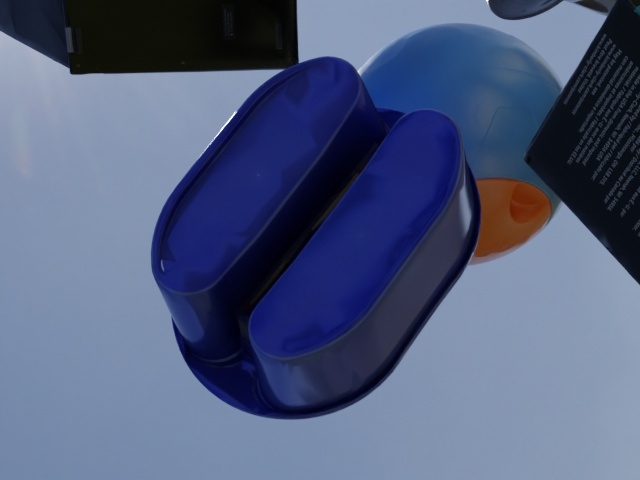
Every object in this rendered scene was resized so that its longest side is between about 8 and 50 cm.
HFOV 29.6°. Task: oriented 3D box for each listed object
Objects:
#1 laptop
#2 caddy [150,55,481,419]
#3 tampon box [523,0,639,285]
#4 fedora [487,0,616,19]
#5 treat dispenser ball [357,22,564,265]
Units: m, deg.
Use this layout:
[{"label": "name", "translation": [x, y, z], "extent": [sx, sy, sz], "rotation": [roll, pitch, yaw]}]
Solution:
[{"label": "laptop", "translation": [-0.234, -0.409, 1.392], "extent": [0.236, 0.407, 0.382], "rotation": [-95, 4, -63]}, {"label": "caddy", "translation": [0.000, 0.000, 1.131], "extent": [0.341, 0.241, 0.179], "rotation": [-52, -23, -15]}, {"label": "tampon box", "translation": [0.193, -0.029, 0.511], "extent": [0.120, 0.161, 0.101], "rotation": [-22, -28, -32]}, {"label": "fedora", "translation": [0.285, -0.312, 1.159], "extent": [0.124, 0.243, 0.275], "rotation": [23, -101, -23]}, {"label": "treat dispenser ball", "translation": [0.158, -0.112, 1.433], "extent": [0.288, 0.288, 0.288], "rotation": [-29, -52, -46]}]
